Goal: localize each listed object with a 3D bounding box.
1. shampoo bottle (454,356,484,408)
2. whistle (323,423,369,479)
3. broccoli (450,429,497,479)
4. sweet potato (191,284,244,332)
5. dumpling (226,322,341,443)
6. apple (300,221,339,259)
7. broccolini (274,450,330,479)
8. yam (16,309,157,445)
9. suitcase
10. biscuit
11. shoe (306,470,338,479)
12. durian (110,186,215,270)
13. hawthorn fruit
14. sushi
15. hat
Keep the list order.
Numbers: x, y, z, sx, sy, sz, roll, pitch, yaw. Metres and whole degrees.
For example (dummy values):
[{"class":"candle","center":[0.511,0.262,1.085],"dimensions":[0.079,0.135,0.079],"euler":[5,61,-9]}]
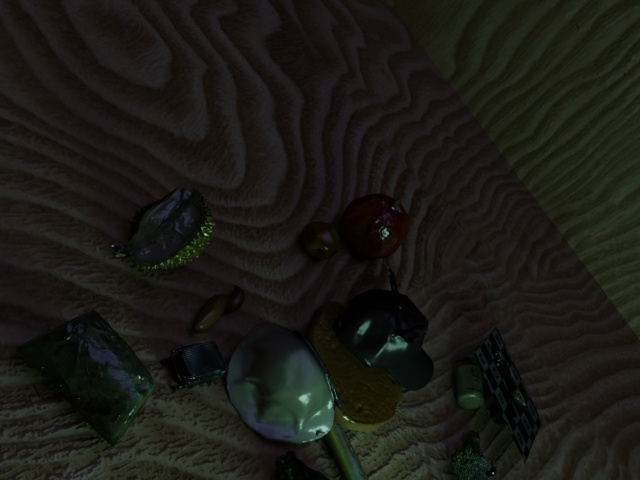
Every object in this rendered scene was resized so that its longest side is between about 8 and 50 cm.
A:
[{"class":"shampoo bottle","center":[0.442,0.417,2.092],"dimensions":[0.079,0.079,0.162],"euler":[32,39,-22]},{"class":"whistle","center":[0.091,0.570,1.597],"dimensions":[0.326,0.057,0.068],"euler":[62,-7,18]},{"class":"broccoli","center":[0.413,0.586,1.901],"dimensions":[0.122,0.118,0.204],"euler":[36,20,0]},{"class":"sweet potato","center":[-0.238,0.156,1.637],"dimensions":[0.055,0.058,0.202],"euler":[34,33,15]},{"class":"dumpling","center":[-0.076,0.317,1.569],"dimensions":[0.204,0.163,0.293],"euler":[-19,78,-54]},{"class":"apple","center":[0.000,0.000,2.000],"dimensions":[0.114,0.099,0.102],"euler":[29,42,-30]},{"class":"broccolini","center":[-0.031,0.485,1.430],"dimensions":[0.058,0.201,0.074],"euler":[-18,97,-31]},{"class":"yam","center":[-0.418,0.238,1.296],"dimensions":[0.254,0.154,0.154],"euler":[46,35,1]},{"class":"suitcase","center":[-0.267,0.266,1.501],"dimensions":[0.126,0.059,0.086],"euler":[-4,61,-51]},{"class":"biscuit","center":[0.082,0.329,1.811],"dimensions":[0.312,0.057,0.351],"euler":[26,41,-31]},{"class":"shoe","center":[0.036,0.656,1.405],"dimensions":[0.160,0.132,0.363],"euler":[33,34,-29]},{"class":"durian","center":[-0.351,-0.003,1.611],"dimensions":[0.237,0.138,0.193],"euler":[-25,61,-10]},{"class":"hawthorn fruit","center":[0.186,-0.065,2.134],"dimensions":[0.207,0.243,0.207],"euler":[26,40,-24]},{"class":"sushi","center":[0.554,0.466,2.153],"dimensions":[0.343,0.064,0.359],"euler":[65,24,5]},{"class":"hat","center":[0.222,0.228,1.831],"dimensions":[0.336,0.209,0.238],"euler":[34,34,-22]}]
